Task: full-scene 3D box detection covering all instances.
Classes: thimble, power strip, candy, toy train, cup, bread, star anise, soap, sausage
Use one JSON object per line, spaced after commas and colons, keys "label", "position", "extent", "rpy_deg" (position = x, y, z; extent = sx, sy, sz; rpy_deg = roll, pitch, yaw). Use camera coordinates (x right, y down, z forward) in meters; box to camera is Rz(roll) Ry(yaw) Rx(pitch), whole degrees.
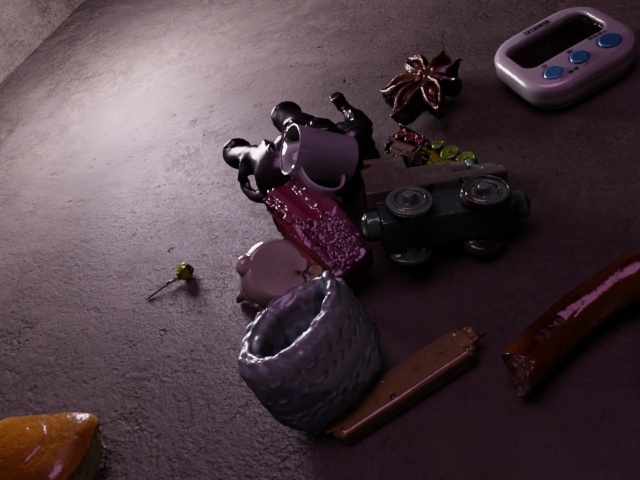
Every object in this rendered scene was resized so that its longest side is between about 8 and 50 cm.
{"label": "thimble", "position": [-0.016, 0.172, 1.236], "extent": [0.205, 0.172, 0.250], "rpy_deg": [-3, 38, 50]}
{"label": "power strip", "position": [0.140, 0.232, 1.218], "extent": [0.305, 0.044, 0.064], "rpy_deg": [-33, 40, -3]}
{"label": "candy", "position": [-0.328, 0.090, 1.637], "extent": [0.123, 0.035, 0.035], "rpy_deg": [-35, 37, 4]}
{"label": "toy train", "position": [0.218, -0.073, 1.384], "extent": [0.304, 0.150, 0.221], "rpy_deg": [-8, 38, -1]}
{"label": "toy train", "position": [0.228, -0.179, 1.587], "extent": [0.085, 0.053, 0.249], "rpy_deg": [-46, 43, -11]}
{"label": "cup", "position": [-0.004, -0.148, 1.461], "extent": [0.099, 0.133, 0.136], "rpy_deg": [-18, 66, 62]}
{"label": "bread", "position": [-0.504, 0.394, 1.347], "extent": [0.245, 0.121, 0.174], "rpy_deg": [-9, 45, 24]}
{"label": "star anise", "position": [0.233, -0.339, 1.724], "extent": [0.214, 0.099, 0.220], "rpy_deg": [-2, 50, 46]}
{"label": "soap", "position": [0.000, 0.000, 1.449], "extent": [0.099, 0.162, 0.250], "rpy_deg": [-30, 40, -14]}
{"label": "sausage", "position": [0.397, 0.120, 1.151], "extent": [0.302, 0.076, 0.103], "rpy_deg": [-38, 7, -6]}

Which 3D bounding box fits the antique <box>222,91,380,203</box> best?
{"label": "antique", "position": [-0.030, -0.186, 1.646], "extent": [0.322, 0.185, 0.255], "rpy_deg": [-34, 34, -6]}

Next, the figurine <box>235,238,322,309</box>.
{"label": "figurine", "position": [-0.088, 0.078, 1.429], "extent": [0.155, 0.235, 0.127], "rpy_deg": [-3, 77, -10]}

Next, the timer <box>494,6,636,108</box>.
{"label": "timer", "position": [0.524, -0.392, 1.617], "extent": [0.262, 0.087, 0.237], "rpy_deg": [-29, 41, -2]}
